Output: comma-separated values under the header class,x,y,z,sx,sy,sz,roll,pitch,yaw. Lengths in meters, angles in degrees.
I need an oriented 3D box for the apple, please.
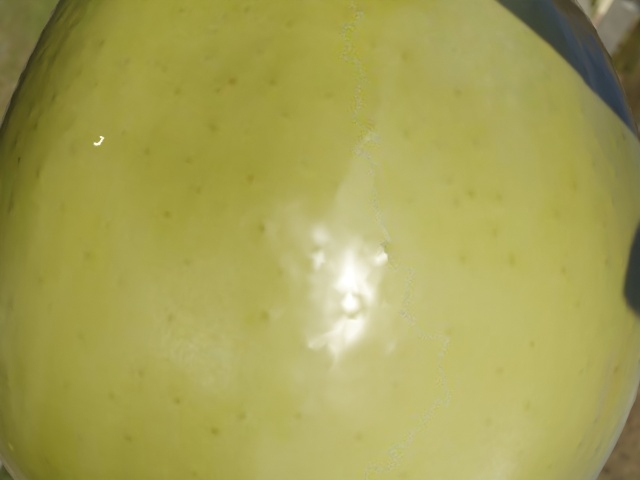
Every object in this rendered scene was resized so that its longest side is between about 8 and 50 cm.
class,x,y,z,sx,sy,sz,roll,pitch,yaw
apple,0.000,0.000,1.121,0.474,0.473,0.473,-60,-179,2
